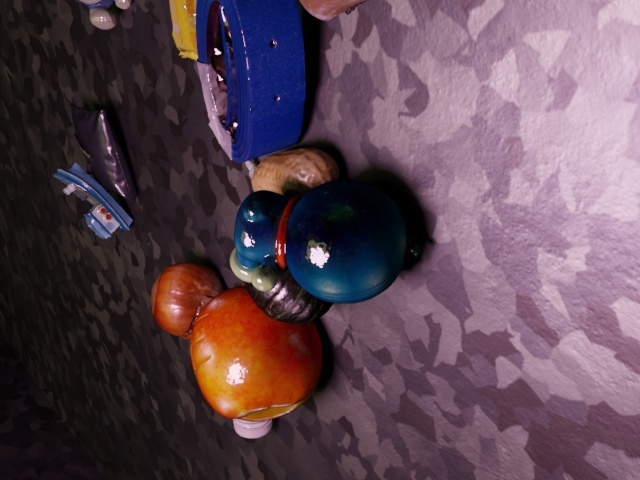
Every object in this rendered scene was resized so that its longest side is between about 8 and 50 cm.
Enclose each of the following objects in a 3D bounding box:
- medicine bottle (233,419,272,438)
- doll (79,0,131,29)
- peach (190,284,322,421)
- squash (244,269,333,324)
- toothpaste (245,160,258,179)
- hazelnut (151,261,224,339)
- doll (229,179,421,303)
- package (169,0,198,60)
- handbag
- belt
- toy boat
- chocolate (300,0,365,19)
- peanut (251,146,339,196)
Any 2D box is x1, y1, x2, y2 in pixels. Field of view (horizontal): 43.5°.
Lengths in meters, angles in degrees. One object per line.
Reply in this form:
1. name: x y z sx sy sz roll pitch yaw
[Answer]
1. medicine bottle: -0.156 0.344 1.804 0.103 0.103 0.186 29 129 44
2. doll: -0.496 -0.607 1.731 0.228 0.154 0.258 33 151 -6
3. peach: -0.121 0.211 1.592 0.245 0.249 0.274 -26 69 22
4. squash: -0.058 0.064 1.454 0.156 0.193 0.193 -30 81 27
5. toothpaste: -0.083 -0.081 1.545 0.204 0.032 0.049 52 145 19
6. hazelnut: -0.304 0.139 1.859 0.182 0.182 0.182 29 130 43
7. doll: 0.000 -0.001 1.280 0.322 0.198 0.186 3 152 12
8. package: -0.224 -0.433 1.500 0.168 0.090 0.226 25 130 42
9. handbag: -0.566 -0.228 2.077 0.211 0.089 0.254 20 130 50
10. belt: -0.123 -0.300 1.366 0.212 0.117 0.346 47 149 38
11. toy boat: -0.606 -0.100 2.108 0.238 0.098 0.109 50 158 -24
12. chocolate: 0.028 -0.421 1.168 0.261 0.083 0.161 -13 95 56
13. peanut: -0.051 -0.108 1.428 0.226 0.095 0.108 2 108 54
